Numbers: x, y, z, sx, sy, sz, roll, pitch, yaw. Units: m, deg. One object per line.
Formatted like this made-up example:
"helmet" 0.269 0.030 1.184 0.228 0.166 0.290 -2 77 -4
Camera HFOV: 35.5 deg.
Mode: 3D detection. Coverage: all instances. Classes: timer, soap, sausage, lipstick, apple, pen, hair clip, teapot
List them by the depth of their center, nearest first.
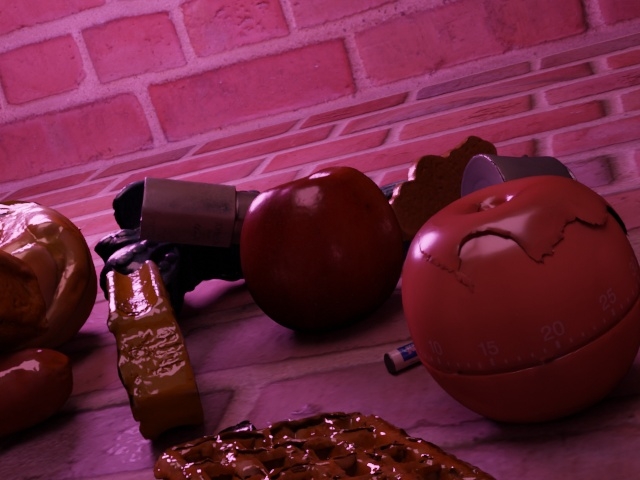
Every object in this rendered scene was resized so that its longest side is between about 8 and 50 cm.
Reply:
"timer" 0.194 0.053 0.966 0.230 0.215 0.229 -16 17 5
"pen" 0.168 0.105 1.162 0.204 0.025 0.025 -21 17 -15
"soap" -0.201 0.133 1.199 0.080 0.160 0.257 -18 17 -9
"sausage" -0.439 0.210 1.275 0.259 0.113 0.113 -20 16 -5
"apple" 0.001 0.012 1.334 0.218 0.201 0.218 -18 9 3
"teapot" 0.290 -0.039 1.334 0.149 0.162 0.239 -9 39 -16
"lipstick" -0.132 -0.035 1.451 0.253 0.079 0.077 5 49 -9
"hair clip" -0.224 0.026 1.558 0.206 0.194 0.310 27 40 36

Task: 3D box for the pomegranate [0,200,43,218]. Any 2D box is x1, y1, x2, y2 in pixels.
"pomegranate" -0.583 0.031 1.825 0.276 0.204 0.222 -2 4 35

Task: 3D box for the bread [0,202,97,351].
"bread" -0.480 0.098 1.534 0.316 0.211 0.270 -33 25 -13

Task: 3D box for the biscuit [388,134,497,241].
"biscuit" 0.193 -0.065 1.493 0.236 0.144 0.040 -25 -7 -31

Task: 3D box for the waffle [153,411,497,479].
"waffle" 0.019 0.216 0.741 0.213 0.091 0.308 -6 9 -26

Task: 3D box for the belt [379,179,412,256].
"belt" 0.125 -0.031 1.553 0.163 0.082 0.147 -15 26 -6

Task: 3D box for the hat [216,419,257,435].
"hat" -0.079 0.212 1.010 0.121 0.050 0.121 -17 13 4

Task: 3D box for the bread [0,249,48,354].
"bread" -0.513 0.121 1.317 0.294 0.132 0.167 -26 -8 13
